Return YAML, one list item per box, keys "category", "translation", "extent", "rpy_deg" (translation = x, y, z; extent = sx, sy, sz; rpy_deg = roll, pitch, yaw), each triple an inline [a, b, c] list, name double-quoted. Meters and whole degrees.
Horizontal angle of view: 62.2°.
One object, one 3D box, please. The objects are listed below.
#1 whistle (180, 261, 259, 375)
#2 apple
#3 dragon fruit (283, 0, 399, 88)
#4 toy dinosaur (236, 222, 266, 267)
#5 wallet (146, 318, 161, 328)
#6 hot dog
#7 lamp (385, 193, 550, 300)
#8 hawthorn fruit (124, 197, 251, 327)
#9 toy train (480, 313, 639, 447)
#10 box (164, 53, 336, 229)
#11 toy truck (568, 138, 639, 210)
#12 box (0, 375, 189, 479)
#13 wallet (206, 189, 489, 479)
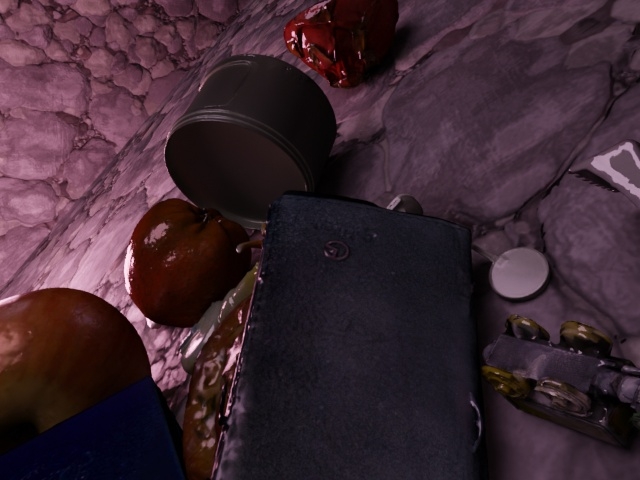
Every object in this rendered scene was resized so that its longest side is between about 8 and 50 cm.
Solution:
- category: "whistle"
  translation: [-0.118, 0.095, 0.665]
  extent: [0.198, 0.057, 0.104]
  rpy_deg: [-51, 17, 32]
- category: "apple"
  translation: [-0.360, 0.200, 0.692]
  extent: [0.286, 0.286, 0.233]
  rpy_deg: [-47, 22, 1]
- category: "dragon fruit"
  translation: [0.053, -0.355, 0.975]
  extent: [0.219, 0.148, 0.224]
  rpy_deg: [-26, 9, -27]
- category: "toy dinosaur"
  translation: [0.000, 0.000, 0.590]
  extent: [0.143, 0.057, 0.212]
  rpy_deg: [-10, 11, 9]
- category: "wallet"
  translation: [-0.273, 0.081, 0.954]
  extent: [0.124, 0.032, 0.183]
  rpy_deg: [-49, 31, -4]
- category: "hot dog"
  translation: [-0.030, 0.121, 0.504]
  extent: [0.196, 0.122, 0.272]
  rpy_deg: [-25, 38, 38]
- category: "lamp"
  translation: [0.139, 0.007, 0.522]
  extent: [0.050, 0.056, 0.198]
  rpy_deg: [-48, 41, -5]
- category: "hawthorn fruit"
  translation: [-0.194, 0.035, 0.772]
  extent: [0.189, 0.189, 0.189]
  rpy_deg: [-32, 33, 24]
- category: "toy train"
  translation: [0.185, 0.092, 0.309]
  extent: [0.060, 0.081, 0.202]
  rpy_deg: [-56, 24, -17]
- category: "box"
  translation: [-0.102, -0.142, 0.802]
  extent: [0.226, 0.226, 0.149]
  rpy_deg: [-19, 40, 40]
- category: "toy truck"
  translation: [0.298, -0.049, 0.283]
  extent: [0.286, 0.136, 0.111]
  rpy_deg: [-22, 69, 45]
- category: "box"
  translation: [-0.233, 0.287, 0.477]
  extent: [0.262, 0.116, 0.279]
  rpy_deg: [-26, 26, -17]
- category: "wallet"
  translation: [0.028, 0.117, 0.362]
  extent: [0.046, 0.191, 0.378]
  rpy_deg: [110, 170, -50]
